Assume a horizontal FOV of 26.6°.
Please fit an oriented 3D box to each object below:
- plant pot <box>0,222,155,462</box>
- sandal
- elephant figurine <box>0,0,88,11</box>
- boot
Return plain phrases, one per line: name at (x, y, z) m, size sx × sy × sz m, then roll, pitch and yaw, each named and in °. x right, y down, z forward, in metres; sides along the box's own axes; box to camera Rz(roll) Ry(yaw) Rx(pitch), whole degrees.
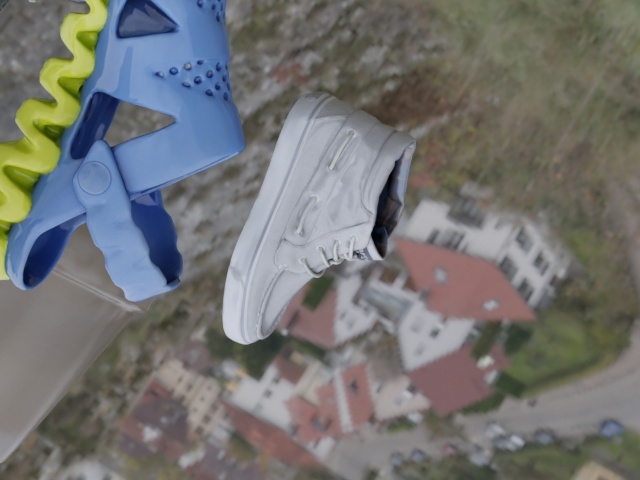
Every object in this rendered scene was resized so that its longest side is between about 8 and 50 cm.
plant pot at (-0.369, 0.078, 1.493) m, size 0.323 × 0.280 × 0.323 m, roll 27°, pitch 175°, yaw 3°
sandal at (-0.101, -0.090, 0.839) m, size 0.138 × 0.317 × 0.126 m, roll 30°, pitch -167°, yaw 5°
elephant figurine at (-0.167, -0.246, 1.088) m, size 0.186 × 0.239 × 0.169 m, roll -33°, pitch 128°, yaw 28°
boot at (0.000, 0.000, 1.263) m, size 0.123 × 0.258 × 0.095 m, roll 25°, pitch -160°, yaw 19°
